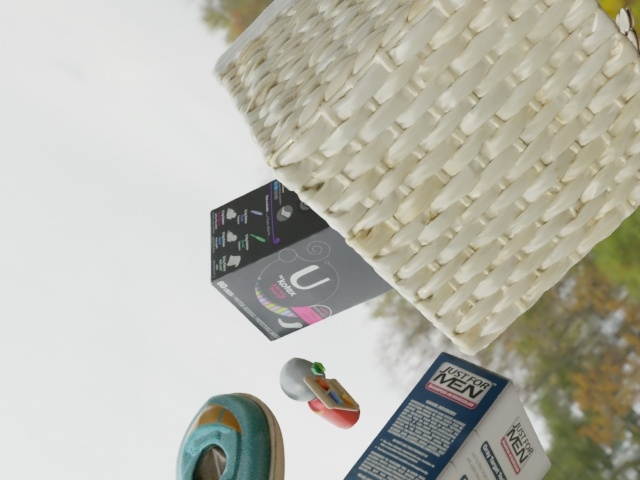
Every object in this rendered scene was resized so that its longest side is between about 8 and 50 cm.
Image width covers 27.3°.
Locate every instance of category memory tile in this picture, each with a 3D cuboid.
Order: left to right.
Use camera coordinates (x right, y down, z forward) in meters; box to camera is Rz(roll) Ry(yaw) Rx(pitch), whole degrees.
[{"bbox_3d":[0.485,-0.285,2.064,0.113,0.012,0.148,109,148,-87],"label":"memory tile"}]

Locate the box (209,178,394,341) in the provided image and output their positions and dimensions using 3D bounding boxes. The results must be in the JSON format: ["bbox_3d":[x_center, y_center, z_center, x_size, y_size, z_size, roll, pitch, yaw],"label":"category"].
[{"bbox_3d":[0.000,0.000,1.817,0.165,0.270,0.143,46,-152,-40],"label":"box"}]

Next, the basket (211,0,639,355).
[{"bbox_3d":[0.132,-0.131,1.260,0.328,0.331,0.266,43,-171,-27],"label":"basket"}]

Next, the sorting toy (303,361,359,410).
[{"bbox_3d":[0.007,0.175,1.603,0.062,0.012,0.083,11,-151,-53],"label":"sorting toy"}]

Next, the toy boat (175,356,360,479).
[{"bbox_3d":[-0.099,0.291,1.961,0.148,0.318,0.267,42,-160,-35],"label":"toy boat"}]

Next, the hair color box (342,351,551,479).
[{"bbox_3d":[0.098,0.312,1.444,0.105,0.347,0.174,22,152,41],"label":"hair color box"}]
